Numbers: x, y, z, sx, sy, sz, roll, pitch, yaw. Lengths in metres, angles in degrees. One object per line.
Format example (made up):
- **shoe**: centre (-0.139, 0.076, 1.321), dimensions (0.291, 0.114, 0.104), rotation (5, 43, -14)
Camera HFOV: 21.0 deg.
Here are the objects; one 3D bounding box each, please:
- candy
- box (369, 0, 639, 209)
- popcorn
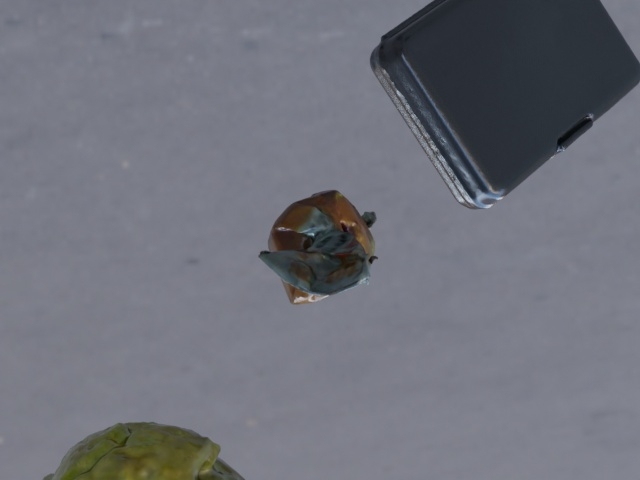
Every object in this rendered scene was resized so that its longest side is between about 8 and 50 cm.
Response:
- **candy**: centre (0.000, 0.000, 0.806), dimensions (0.053, 0.046, 0.182), rotation (-28, -175, 4)
- **box**: centre (0.155, -0.142, 1.406), dimensions (0.230, 0.160, 0.050), rotation (-38, -173, -36)
- **popcorn**: centre (-0.118, 0.224, 1.182), dimensions (0.198, 0.198, 0.212), rotation (6, 158, -27)
